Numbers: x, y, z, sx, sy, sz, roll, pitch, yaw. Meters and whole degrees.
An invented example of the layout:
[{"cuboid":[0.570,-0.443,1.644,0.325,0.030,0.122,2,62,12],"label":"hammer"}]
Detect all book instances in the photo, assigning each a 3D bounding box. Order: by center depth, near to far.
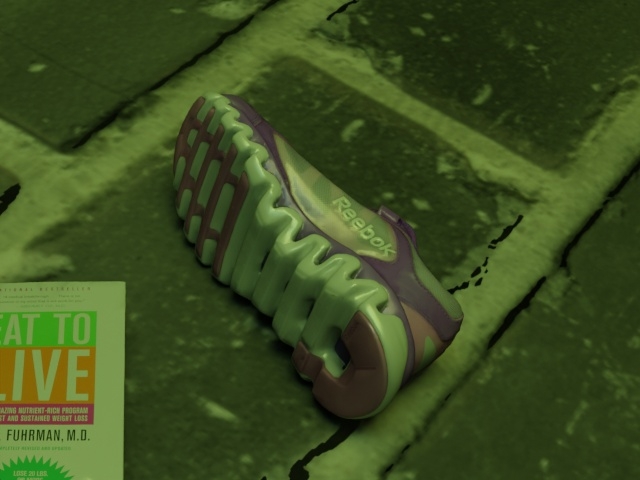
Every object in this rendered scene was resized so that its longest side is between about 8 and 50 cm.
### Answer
[{"cuboid":[-0.154,0.085,0.788,0.096,0.035,0.144,2,46,-9],"label":"book"}]

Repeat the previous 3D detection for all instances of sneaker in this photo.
[{"cuboid":[0.000,0.000,0.881,0.105,0.095,0.236,-16,56,-38],"label":"sneaker"}]
